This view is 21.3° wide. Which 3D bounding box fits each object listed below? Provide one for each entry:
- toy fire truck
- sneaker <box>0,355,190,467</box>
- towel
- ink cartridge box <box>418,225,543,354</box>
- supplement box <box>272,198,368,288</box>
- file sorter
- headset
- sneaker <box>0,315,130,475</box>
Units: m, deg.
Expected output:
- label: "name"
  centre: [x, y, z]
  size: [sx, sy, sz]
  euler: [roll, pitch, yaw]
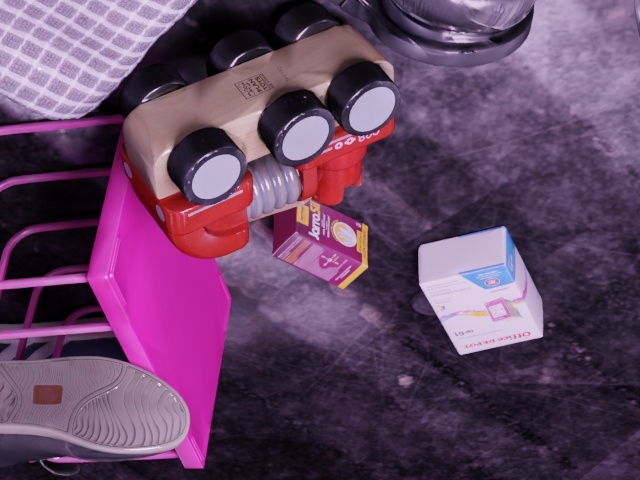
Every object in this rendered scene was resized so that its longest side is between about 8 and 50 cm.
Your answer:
- label: "toy fire truck"
  centre: [-0.055, -0.059, 1.431]
  size: [0.217, 0.158, 0.246]
  euler: [-25, 141, -19]
- label: "sneaker"
  centre: [-0.222, 0.156, 1.481]
  size: [0.222, 0.083, 0.118]
  euler: [8, 154, 0]
- label: "towel"
  centre: [-0.235, -0.231, 1.282]
  size: [0.284, 0.121, 0.235]
  euler: [27, 133, -26]
- label: "ink cartridge box"
  centre: [0.156, 0.050, 1.646]
  size: [0.088, 0.052, 0.122]
  euler: [-14, 138, 18]
- label: "supplement box"
  centre: [0.000, 0.000, 1.594]
  size: [0.083, 0.055, 0.043]
  euler: [25, 134, -25]
- label: "file sorter"
  centre: [-0.216, 0.050, 1.556]
  size: [0.182, 0.202, 0.290]
  euler: [-4, 140, 13]
- label: "headset"
  centre: [0.129, -0.209, 1.237]
  size: [0.394, 0.185, 0.243]
  euler: [29, 135, -12]
- label: "sneaker"
  centre: [-0.312, 0.172, 1.743]
  size: [0.350, 0.148, 0.131]
  euler: [-10, 138, 15]
